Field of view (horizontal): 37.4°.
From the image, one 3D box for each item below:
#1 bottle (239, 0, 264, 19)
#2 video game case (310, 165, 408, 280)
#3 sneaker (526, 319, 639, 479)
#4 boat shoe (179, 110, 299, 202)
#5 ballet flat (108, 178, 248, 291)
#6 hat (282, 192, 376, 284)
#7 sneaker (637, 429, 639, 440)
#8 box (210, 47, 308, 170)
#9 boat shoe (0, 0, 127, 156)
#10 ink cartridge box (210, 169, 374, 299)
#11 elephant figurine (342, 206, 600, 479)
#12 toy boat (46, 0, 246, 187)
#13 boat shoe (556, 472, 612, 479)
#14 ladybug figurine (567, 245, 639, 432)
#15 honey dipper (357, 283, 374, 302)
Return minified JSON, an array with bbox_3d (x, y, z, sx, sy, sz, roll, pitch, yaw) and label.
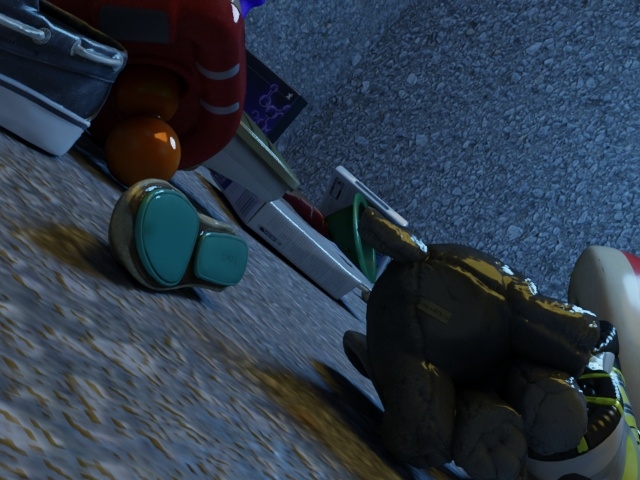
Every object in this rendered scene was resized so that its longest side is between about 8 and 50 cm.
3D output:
[{"bbox_3d":[-0.144,-0.242,1.025,0.092,0.283,0.118,46,2,-23],"label":"bottle"},{"bbox_3d":[0.073,-0.028,1.911,0.183,0.023,0.201,42,-39,15],"label":"video game case"},{"bbox_3d":[0.247,0.185,0.961,0.384,0.145,0.147,-37,112,-69],"label":"sneaker"},{"bbox_3d":[-0.152,-0.125,0.952,0.302,0.103,0.113,40,8,-29],"label":"boat shoe"},{"bbox_3d":[-0.092,0.002,0.545,0.052,0.057,0.168,13,-9,17],"label":"ballet flat"},{"bbox_3d":[0.000,0.000,1.801,0.173,0.183,0.208,59,26,-60],"label":"hat"},{"bbox_3d":[0.365,0.319,1.096,0.330,0.130,0.147,46,-9,27],"label":"sneaker"},{"bbox_3d":[-0.179,-0.240,1.506,0.261,0.184,0.103,40,3,5],"label":"box"},{"bbox_3d":[-0.207,-0.141,0.531,0.108,0.102,0.301,42,3,25],"label":"boat shoe"},{"bbox_3d":[-0.034,-0.005,1.245,0.224,0.045,0.223,40,3,-26],"label":"ink cartridge box"},{"bbox_3d":[0.096,0.097,0.703,0.169,0.186,0.239,8,-9,1],"label":"elephant figurine"},{"bbox_3d":[-0.138,-0.111,0.758,0.151,0.151,0.231,4,-20,-2],"label":"toy boat"},{"bbox_3d":[0.217,0.239,0.371,0.340,0.127,0.158,32,11,-8],"label":"boat shoe"},{"bbox_3d":[0.458,0.196,1.375,0.305,0.162,0.449,77,13,-52],"label":"ladybug figurine"},{"bbox_3d":[0.046,0.061,1.475,0.160,0.030,0.030,35,6,-36],"label":"honey dipper"}]
